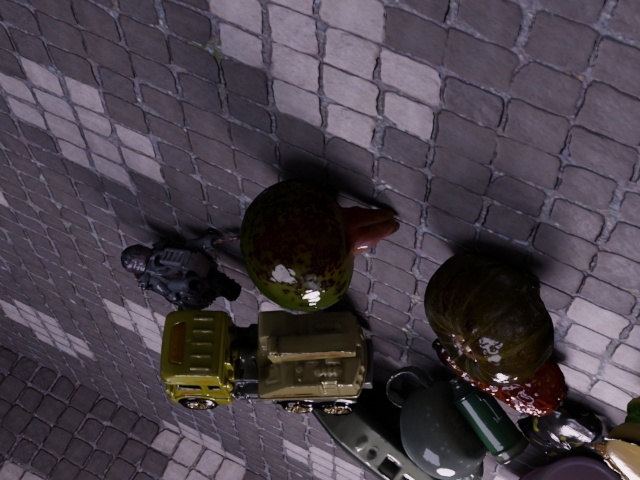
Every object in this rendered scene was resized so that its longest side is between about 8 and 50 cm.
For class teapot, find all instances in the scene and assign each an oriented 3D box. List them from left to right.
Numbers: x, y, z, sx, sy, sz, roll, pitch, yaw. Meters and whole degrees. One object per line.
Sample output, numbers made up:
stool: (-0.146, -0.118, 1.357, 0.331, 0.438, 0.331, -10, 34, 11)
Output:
teapot: (0.232, 0.368, 2.151, 0.129, 0.193, 0.294, -34, 94, 36)

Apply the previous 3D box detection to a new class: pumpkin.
pumpkin: (0.261, 0.111, 1.673, 0.219, 0.162, 0.219, 50, 164, 20)

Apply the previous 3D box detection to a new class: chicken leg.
chicken leg: (0.315, 0.237, 1.983, 0.253, 0.051, 0.106, 23, 151, 7)

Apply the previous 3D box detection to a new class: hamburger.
hamburger: (0.570, 0.322, 1.737, 0.237, 0.149, 0.237, 33, 159, 14)

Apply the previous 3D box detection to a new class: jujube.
jujube: (0.327, 0.223, 1.877, 0.176, 0.109, 0.112, 28, 122, 23)

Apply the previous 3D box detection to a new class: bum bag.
bum bag: (0.433, 0.351, 2.061, 0.107, 0.060, 0.232, 38, 155, 3)

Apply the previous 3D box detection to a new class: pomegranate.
pomegranate: (0.000, 0.000, 1.718, 0.248, 0.214, 0.214, -13, 144, 10)

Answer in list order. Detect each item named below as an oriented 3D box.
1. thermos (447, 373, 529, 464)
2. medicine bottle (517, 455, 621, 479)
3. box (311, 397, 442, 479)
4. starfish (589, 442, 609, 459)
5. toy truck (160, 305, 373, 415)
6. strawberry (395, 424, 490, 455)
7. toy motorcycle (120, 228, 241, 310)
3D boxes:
thermos: (0.307, 0.328, 2.094, 0.187, 0.073, 0.083, 52, -166, -5)
medicine bottle: (0.473, 0.575, 2.267, 0.219, 0.219, 0.388, 27, 158, 5)
box: (0.109, 0.426, 2.380, 0.367, 0.090, 0.373, 41, 180, -25)
starfish: (0.583, 0.406, 2.018, 0.138, 0.050, 0.247, 9, 162, 41)
toy truck: (-0.105, 0.220, 2.117, 0.405, 0.180, 0.254, 1, 157, 6)
strawberry: (0.256, 0.408, 2.344, 0.174, 0.098, 0.228, 25, 175, -10)
toy motorcycle: (-0.259, 0.059, 2.180, 0.207, 0.134, 0.401, 35, 158, -27)
